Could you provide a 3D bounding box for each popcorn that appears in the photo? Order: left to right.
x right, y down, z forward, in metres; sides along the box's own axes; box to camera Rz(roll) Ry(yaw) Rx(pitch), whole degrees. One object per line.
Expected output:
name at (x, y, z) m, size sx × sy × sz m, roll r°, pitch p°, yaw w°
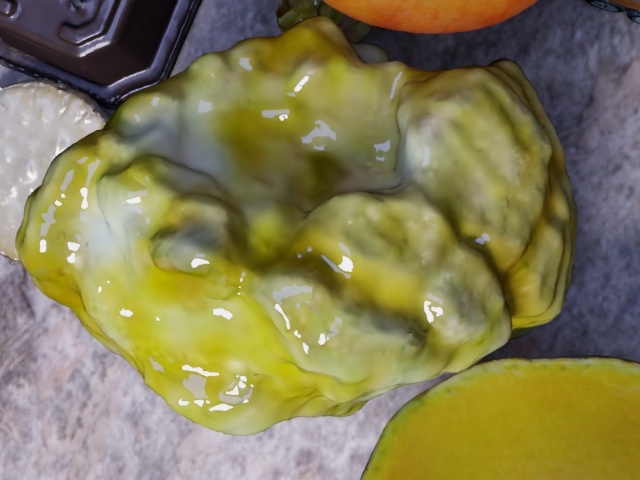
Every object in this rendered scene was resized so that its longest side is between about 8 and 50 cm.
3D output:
popcorn at (-0.003, -0.193, 0.998) m, size 0.089 × 0.109 × 0.097 m, roll -36°, pitch 46°, yaw -18°
popcorn at (-0.002, 0.010, 0.887) m, size 0.334 × 0.292 × 0.294 m, roll 3°, pitch 48°, yaw 10°

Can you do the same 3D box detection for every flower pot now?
flower pot at (-0.172, -0.239, 1.031) m, size 0.178 × 0.084 × 0.251 m, roll 23°, pitch 92°, yaw 8°

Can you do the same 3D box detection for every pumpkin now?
pumpkin at (0.158, 0.234, 0.859) m, size 0.332 × 0.199 × 0.332 m, roll -4°, pitch 67°, yaw 9°

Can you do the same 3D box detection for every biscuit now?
biscuit at (-0.218, -0.052, 1.054) m, size 0.152 × 0.020 × 0.152 m, roll 2°, pitch 100°, yaw 13°

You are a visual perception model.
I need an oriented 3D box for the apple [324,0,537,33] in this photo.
apple at (0.083, -0.234, 0.809) m, size 0.242 × 0.241 × 0.242 m, roll 2°, pitch 114°, yaw 5°

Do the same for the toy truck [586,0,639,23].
toy truck at (0.191, -0.216, 0.958) m, size 0.177 × 0.115 × 0.080 m, roll 18°, pitch 92°, yaw 11°
